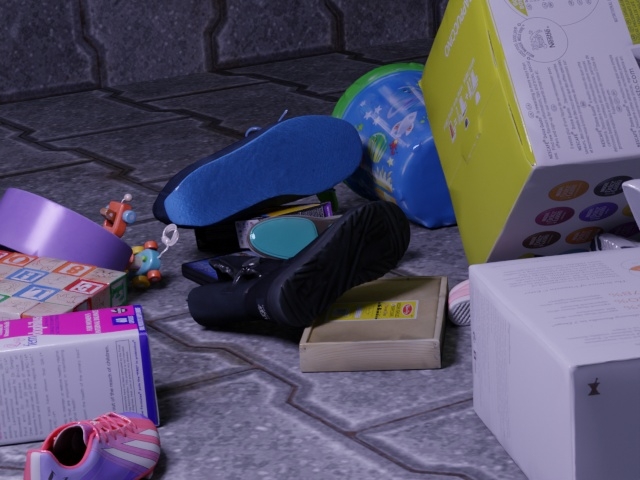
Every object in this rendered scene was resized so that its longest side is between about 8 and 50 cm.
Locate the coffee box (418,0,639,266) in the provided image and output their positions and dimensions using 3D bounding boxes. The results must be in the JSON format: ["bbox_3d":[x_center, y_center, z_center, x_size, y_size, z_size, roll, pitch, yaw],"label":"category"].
[{"bbox_3d":[0.349,-0.173,2.185,0.334,0.338,0.337,-7,-26,-12],"label":"coffee box"}]

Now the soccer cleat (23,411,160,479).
[{"bbox_3d":[-0.220,0.206,1.625,0.083,0.095,0.248,1,16,17],"label":"soccer cleat"}]

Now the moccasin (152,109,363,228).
[{"bbox_3d":[-0.099,-0.108,2.429,0.342,0.137,0.117,-16,4,-33],"label":"moccasin"}]

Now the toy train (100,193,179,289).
[{"bbox_3d":[-0.273,0.000,2.341,0.046,0.125,0.166,20,1,-42],"label":"toy train"}]

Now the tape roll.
[{"bbox_3d":[-0.352,0.008,2.224,0.189,0.080,0.189,25,-11,5],"label":"tape roll"}]

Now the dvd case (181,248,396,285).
[{"bbox_3d":[-0.046,0.035,2.351,0.253,0.022,0.180,-13,17,-29],"label":"dvd case"}]

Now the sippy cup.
[{"bbox_3d":[0.155,-0.133,2.586,0.240,0.305,0.224,35,8,-30],"label":"sippy cup"}]

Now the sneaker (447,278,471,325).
[{"bbox_3d":[0.224,0.071,2.098,0.134,0.051,0.070,-8,20,1],"label":"sneaker"}]

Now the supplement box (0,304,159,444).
[{"bbox_3d":[-0.295,0.149,1.825,0.220,0.114,0.111,-8,17,-8],"label":"supplement box"}]

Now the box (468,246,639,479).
[{"bbox_3d":[0.292,0.135,1.628,0.215,0.168,0.345,-6,15,-8],"label":"box"}]

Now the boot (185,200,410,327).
[{"bbox_3d":[-0.032,0.029,2.111,0.246,0.094,0.207,-38,22,-32],"label":"boot"}]

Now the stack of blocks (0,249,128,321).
[{"bbox_3d":[-0.409,0.084,2.066,0.297,0.087,0.171,9,22,23],"label":"stack of blocks"}]

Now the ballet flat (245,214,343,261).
[{"bbox_3d":[0.000,0.000,2.332,0.213,0.072,0.068,-5,-13,-8],"label":"ballet flat"}]

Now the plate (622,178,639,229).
[{"bbox_3d":[0.458,0.039,1.724,0.277,0.045,0.278,31,-9,29],"label":"plate"}]

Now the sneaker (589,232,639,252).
[{"bbox_3d":[0.450,0.044,2.068,0.153,0.094,0.235,-9,16,-23],"label":"sneaker"}]

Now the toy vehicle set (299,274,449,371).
[{"bbox_3d":[0.071,0.100,2.059,0.166,0.035,0.267,-2,15,7],"label":"toy vehicle set"}]

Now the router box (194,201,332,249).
[{"bbox_3d":[-0.085,-0.021,2.465,0.133,0.046,0.179,-15,7,-36],"label":"router box"}]
